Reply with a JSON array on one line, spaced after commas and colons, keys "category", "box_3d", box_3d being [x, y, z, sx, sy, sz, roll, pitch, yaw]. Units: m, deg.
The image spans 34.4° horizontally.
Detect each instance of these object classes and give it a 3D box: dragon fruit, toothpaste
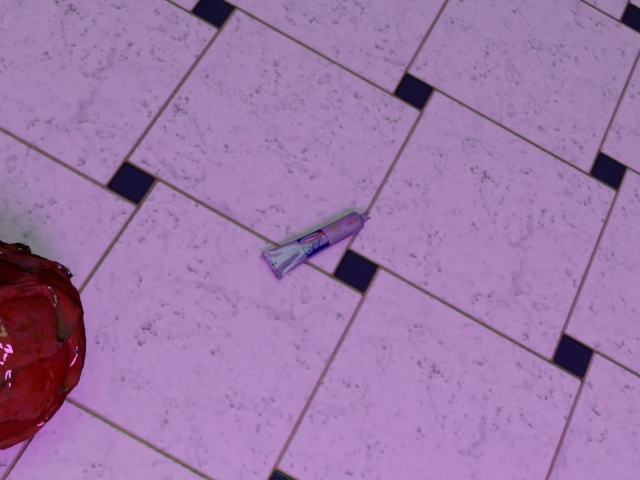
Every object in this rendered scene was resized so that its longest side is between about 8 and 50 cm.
[{"category": "dragon fruit", "box_3d": [-0.396, 0.125, 1.159, 0.244, 0.244, 0.299, 39, 53, 6]}, {"category": "toothpaste", "box_3d": [0.000, 0.000, 1.438, 0.170, 0.028, 0.045, -27, 81, -23]}]
